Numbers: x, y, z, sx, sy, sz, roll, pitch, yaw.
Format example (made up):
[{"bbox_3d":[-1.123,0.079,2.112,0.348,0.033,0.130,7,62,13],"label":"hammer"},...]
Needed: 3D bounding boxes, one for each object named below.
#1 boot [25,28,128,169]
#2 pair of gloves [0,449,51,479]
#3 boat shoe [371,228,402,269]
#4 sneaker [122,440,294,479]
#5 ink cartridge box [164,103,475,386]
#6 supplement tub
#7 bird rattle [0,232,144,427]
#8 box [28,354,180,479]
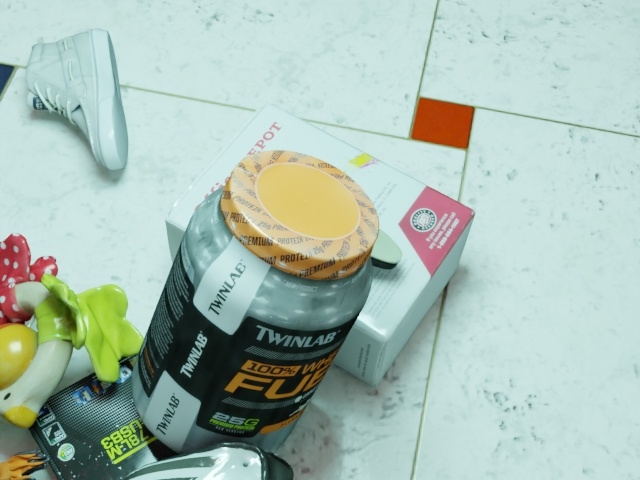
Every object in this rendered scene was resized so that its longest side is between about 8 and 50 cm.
[{"bbox_3d":[-0.337,-0.185,1.417,0.123,0.095,0.258,-12,49,-4],"label":"boot"},{"bbox_3d":[-0.321,0.271,1.122,0.074,0.010,0.083,-17,69,19],"label":"pair of gloves"},{"bbox_3d":[0.030,0.000,1.173,0.133,0.042,0.049,24,38,12],"label":"boat shoe"},{"bbox_3d":[-0.041,0.317,0.957,0.448,0.169,0.257,13,51,24],"label":"sneaker"},{"bbox_3d":[0.000,0.000,1.272,0.306,0.131,0.226,29,59,17],"label":"ink cartridge box"},{"bbox_3d":[-0.068,0.073,1.067,0.194,0.316,0.193,15,40,-13],"label":"supplement tub"},{"bbox_3d":[-0.342,0.100,1.168,0.253,0.143,0.207,17,72,33],"label":"bird rattle"},{"bbox_3d":[-0.207,0.223,1.162,0.191,0.045,0.184,-28,59,-20],"label":"box"}]
